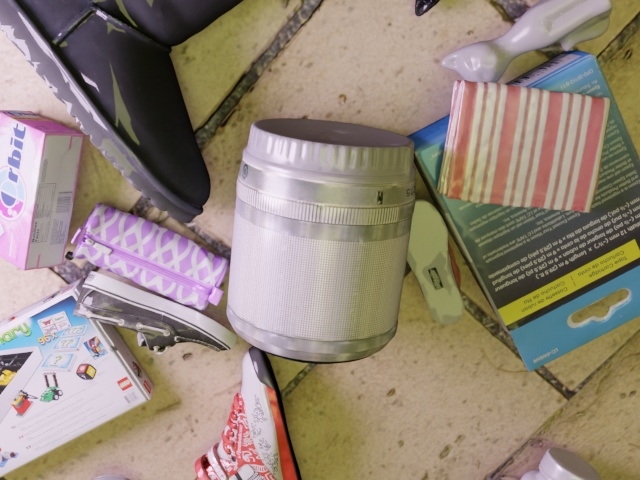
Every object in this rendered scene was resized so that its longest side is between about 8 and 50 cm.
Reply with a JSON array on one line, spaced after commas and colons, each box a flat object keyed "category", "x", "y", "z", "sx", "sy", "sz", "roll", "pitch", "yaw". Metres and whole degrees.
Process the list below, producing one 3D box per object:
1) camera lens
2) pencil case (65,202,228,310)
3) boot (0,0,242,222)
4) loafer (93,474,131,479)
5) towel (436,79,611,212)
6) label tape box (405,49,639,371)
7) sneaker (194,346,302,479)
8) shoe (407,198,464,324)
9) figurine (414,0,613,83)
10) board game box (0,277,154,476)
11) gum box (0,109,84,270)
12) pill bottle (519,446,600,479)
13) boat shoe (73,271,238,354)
[{"category": "camera lens", "x": 0.000, "y": 0.000, "z": 0.990, "sx": 0.219, "sy": 0.219, "sz": 0.274, "roll": 5, "pitch": 106, "yaw": -5}, {"category": "pencil case", "x": -0.225, "y": 0.022, "z": 1.054, "sx": 0.206, "sy": 0.088, "sz": 0.086, "roll": 22, "pitch": 93, "yaw": -10}, {"category": "boot", "x": -0.114, "y": -0.287, "z": 0.954, "sx": 0.445, "sy": 0.146, "sz": 0.367, "roll": -38, "pitch": 106, "yaw": 3}, {"category": "loafer", "x": -0.303, "y": 0.501, "z": 1.174, "sx": 0.112, "sy": 0.111, "sz": 0.319, "roll": -2, "pitch": 106, "yaw": -3}, {"category": "towel", "x": 0.246, "y": -0.112, "z": 0.960, "sx": 0.197, "sy": 0.029, "sz": 0.144, "roll": 6, "pitch": 104, "yaw": -7}, {"category": "label tape box", "x": 0.300, "y": -0.037, "z": 1.055, "sx": 0.249, "sy": 0.115, "sz": 0.347, "roll": -28, "pitch": 107, "yaw": 5}, {"category": "sneaker", "x": -0.116, "y": 0.287, "z": 1.135, "sx": 0.145, "sy": 0.090, "sz": 0.270, "roll": -13, "pitch": 109, "yaw": -2}, {"category": "shoe", "x": 0.150, "y": 0.022, "z": 1.079, "sx": 0.064, "sy": 0.081, "sz": 0.178, "roll": -17, "pitch": 103, "yaw": 9}, {"category": "figurine", "x": 0.222, "y": -0.303, "z": 0.985, "sx": 0.209, "sy": 0.092, "sz": 0.215, "roll": -30, "pitch": 98, "yaw": 14}, {"category": "board game box", "x": -0.416, "y": 0.207, "z": 1.113, "sx": 0.305, "sy": 0.053, "sz": 0.193, "roll": -27, "pitch": 106, "yaw": 4}, {"category": "gum box", "x": -0.372, "y": -0.060, "z": 1.009, "sx": 0.107, "sy": 0.062, "sz": 0.188, "roll": 23, "pitch": 107, "yaw": 30}, {"category": "pill bottle", "x": 0.335, "y": 0.410, "z": 1.185, "sx": 0.112, "sy": 0.112, "sz": 0.186, "roll": 22, "pitch": 103, "yaw": -9}, {"category": "boat shoe", "x": -0.221, "y": 0.115, "z": 1.072, "sx": 0.219, "sy": 0.078, "sz": 0.070, "roll": 23, "pitch": 75, "yaw": -13}]
